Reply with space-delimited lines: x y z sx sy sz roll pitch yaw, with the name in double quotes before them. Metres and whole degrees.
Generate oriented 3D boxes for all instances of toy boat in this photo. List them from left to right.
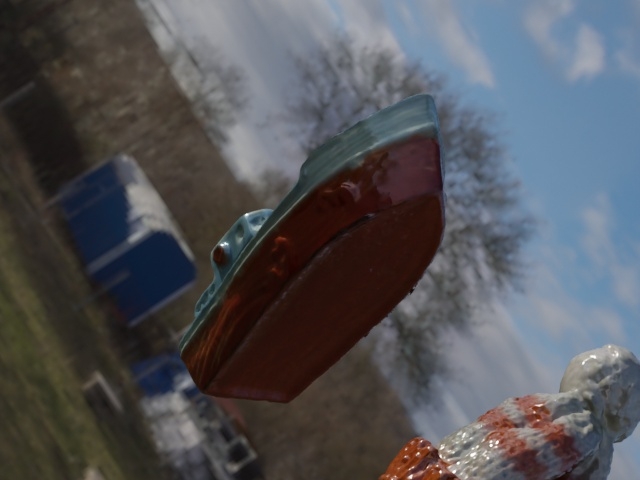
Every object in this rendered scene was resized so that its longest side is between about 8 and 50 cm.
"toy boat" 0.000 0.000 1.235 0.145 0.332 0.133 11 45 -36

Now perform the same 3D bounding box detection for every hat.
"hat" 0.114 0.117 0.757 0.093 0.162 0.112 49 -14 38
